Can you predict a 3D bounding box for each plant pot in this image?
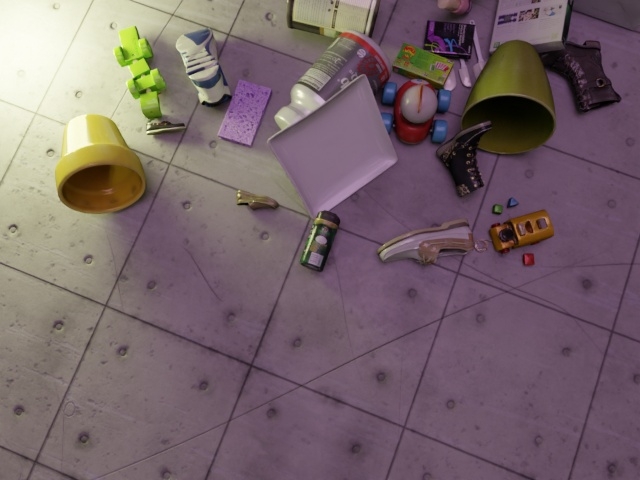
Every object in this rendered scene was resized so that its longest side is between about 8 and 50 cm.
[{"bbox_3d":[0.596,-0.471,1.645,0.274,0.275,0.294,14,66,4],"label":"plant pot"},{"bbox_3d":[-0.693,-0.250,1.633,0.254,0.254,0.239,-22,66,-3],"label":"plant pot"}]

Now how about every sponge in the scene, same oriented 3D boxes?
[{"bbox_3d":[-0.250,-0.421,1.751,0.117,0.031,0.210,18,81,4],"label":"sponge"}]

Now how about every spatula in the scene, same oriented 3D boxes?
[{"bbox_3d":[0.478,-0.625,1.782,0.168,0.019,0.242,-10,79,5],"label":"spatula"}]

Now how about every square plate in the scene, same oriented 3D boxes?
[{"bbox_3d":[0.045,-0.277,1.607,0.347,0.344,0.049,-36,42,-5],"label":"square plate"}]

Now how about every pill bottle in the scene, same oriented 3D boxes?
[{"bbox_3d":[0.036,-0.461,1.662,0.210,0.210,0.363,40,85,7],"label":"pill bottle"}]

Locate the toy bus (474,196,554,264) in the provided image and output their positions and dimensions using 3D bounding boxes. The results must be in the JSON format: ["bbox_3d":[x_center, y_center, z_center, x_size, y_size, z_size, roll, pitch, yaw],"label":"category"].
[{"bbox_3d":[0.612,-0.027,1.628,0.190,0.104,0.202,28,81,6],"label":"toy bus"}]

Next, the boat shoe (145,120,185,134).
[{"bbox_3d":[-0.512,-0.377,1.739,0.132,0.049,0.042,-5,88,5],"label":"boat shoe"}]

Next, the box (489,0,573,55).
[{"bbox_3d":[0.697,-0.763,1.720,0.232,0.058,0.322,6,79,39],"label":"box"}]

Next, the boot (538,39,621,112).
[{"bbox_3d":[0.835,-0.529,1.719,0.262,0.091,0.229,-8,79,-2],"label":"boot"}]

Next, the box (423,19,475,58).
[{"bbox_3d":[0.432,-0.675,1.771,0.162,0.029,0.116,8,81,6],"label":"box"}]

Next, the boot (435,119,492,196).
[{"bbox_3d":[0.468,-0.249,1.616,0.085,0.236,0.179,-21,84,-26],"label":"boot"}]

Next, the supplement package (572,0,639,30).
[{"bbox_3d":[0.968,-0.842,1.713,0.261,0.204,0.145,22,81,5],"label":"supplement package"}]

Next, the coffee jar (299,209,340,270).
[{"bbox_3d":[0.000,0.000,1.640,0.079,0.096,0.184,20,80,2],"label":"coffee jar"}]

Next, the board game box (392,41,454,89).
[{"bbox_3d":[0.341,-0.580,1.755,0.181,0.043,0.092,25,81,9],"label":"board game box"}]

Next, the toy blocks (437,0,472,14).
[{"bbox_3d":[0.477,-0.943,1.723,0.260,0.309,0.289,-18,67,-45],"label":"toy blocks"}]

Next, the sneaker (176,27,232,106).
[{"bbox_3d":[-0.379,-0.545,1.731,0.127,0.182,0.316,-16,51,-3],"label":"sneaker"}]

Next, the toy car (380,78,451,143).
[{"bbox_3d":[0.304,-0.432,1.637,0.219,0.238,0.210,9,80,2],"label":"toy car"}]

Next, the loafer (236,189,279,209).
[{"bbox_3d":[-0.203,-0.120,1.688,0.148,0.056,0.050,15,81,14],"label":"loafer"}]

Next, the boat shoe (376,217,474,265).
[{"bbox_3d":[0.328,0.022,1.621,0.302,0.113,0.103,-17,75,-3],"label":"boat shoe"}]

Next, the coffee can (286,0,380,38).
[{"bbox_3d":[0.047,-0.767,1.719,0.275,0.201,0.202,15,81,4],"label":"coffee can"}]

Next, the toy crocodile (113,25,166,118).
[{"bbox_3d":[-0.597,-0.566,1.756,0.115,0.105,0.341,-23,76,-3],"label":"toy crocodile"}]
